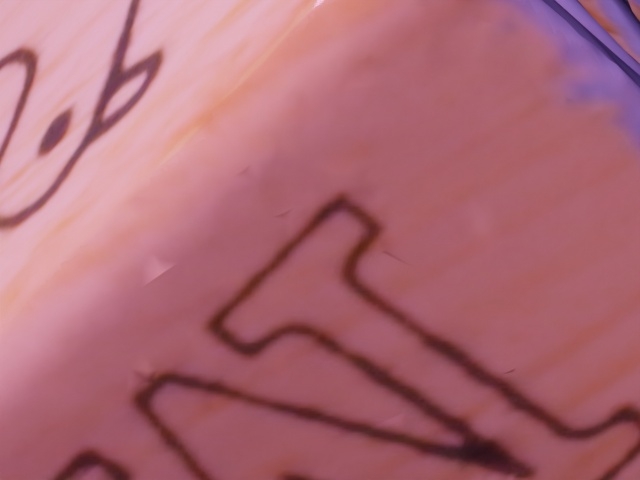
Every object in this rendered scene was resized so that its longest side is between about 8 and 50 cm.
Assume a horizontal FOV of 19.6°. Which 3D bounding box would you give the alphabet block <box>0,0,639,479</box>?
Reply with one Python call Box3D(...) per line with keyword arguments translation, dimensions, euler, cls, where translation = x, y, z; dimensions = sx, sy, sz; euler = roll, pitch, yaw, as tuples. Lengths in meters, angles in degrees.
Box3D(translation=(0.000, 0.000, 0.492), dimensions=(0.197, 0.193, 0.192), euler=(-45, 30, 15), cls="alphabet block")
